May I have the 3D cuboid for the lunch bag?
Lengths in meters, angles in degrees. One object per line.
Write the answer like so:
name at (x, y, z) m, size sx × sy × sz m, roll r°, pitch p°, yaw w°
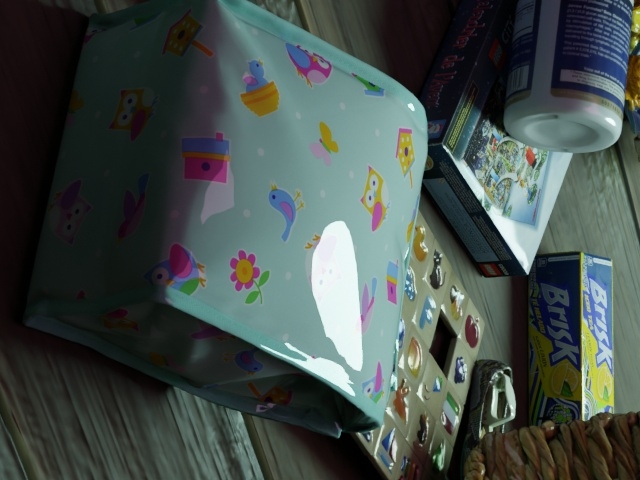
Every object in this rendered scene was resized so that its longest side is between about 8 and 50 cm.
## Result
lunch bag at (-0.038, -0.011, 1.241) m, size 0.262 × 0.160 × 0.223 m, roll 27°, pitch 63°, yaw -43°

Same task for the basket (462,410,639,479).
basket at (0.202, 0.311, 1.466) m, size 0.223 × 0.213 × 0.299 m, roll 98°, pitch -21°, yaw -51°

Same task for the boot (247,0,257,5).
boot at (-0.099, -0.190, 1.255) m, size 0.198 × 0.077 × 0.137 m, roll -19°, pitch 106°, yaw -52°

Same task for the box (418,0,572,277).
box at (0.152, -0.109, 1.601) m, size 0.159 × 0.044 × 0.233 m, roll 53°, pitch 47°, yaw -35°

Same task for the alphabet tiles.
alphabet tiles at (0.060, 0.076, 1.447) m, size 0.237 × 0.009 × 0.198 m, roll 57°, pitch 41°, yaw -44°

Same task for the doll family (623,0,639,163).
doll family at (0.300, -0.165, 1.762) m, size 0.163 × 0.118 × 0.263 m, roll 17°, pitch 76°, yaw -72°

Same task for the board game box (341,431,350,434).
board game box at (0.000, 0.000, 1.398) m, size 0.136 × 0.030 × 0.259 m, roll 24°, pitch 67°, yaw -52°

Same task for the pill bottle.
pill bottle at (0.201, -0.163, 1.555) m, size 0.094 × 0.094 × 0.169 m, roll 29°, pitch 64°, yaw -48°

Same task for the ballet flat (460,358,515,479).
ballet flat at (0.136, 0.149, 1.552) m, size 0.041 × 0.041 × 0.114 m, roll 26°, pitch 66°, yaw -49°

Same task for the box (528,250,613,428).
box at (0.213, 0.096, 1.650) m, size 0.059 × 0.054 × 0.169 m, roll 11°, pitch 76°, yaw -53°
